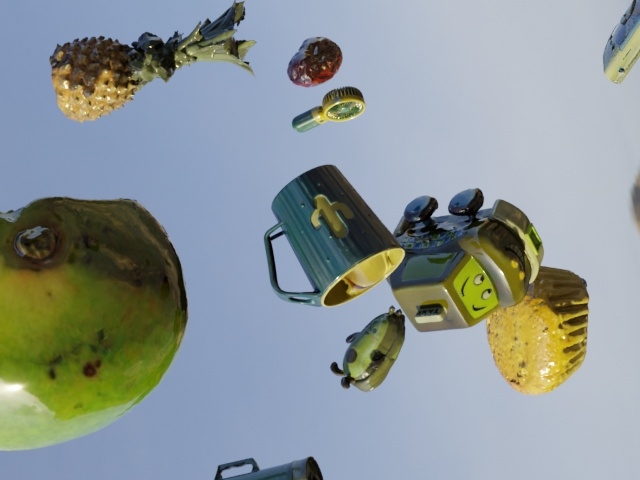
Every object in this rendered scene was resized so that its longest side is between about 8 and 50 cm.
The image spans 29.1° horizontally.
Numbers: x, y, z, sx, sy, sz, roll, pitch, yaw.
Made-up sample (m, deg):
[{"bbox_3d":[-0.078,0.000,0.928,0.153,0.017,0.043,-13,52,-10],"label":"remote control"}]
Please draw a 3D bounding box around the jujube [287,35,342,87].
[{"bbox_3d":[-0.010,-0.285,1.983,0.077,0.077,0.129,70,-155,-18],"label":"jujube"}]

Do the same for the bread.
[{"bbox_3d":[0.381,0.155,2.177,0.139,0.240,0.240,-5,-99,-23],"label":"bread"}]

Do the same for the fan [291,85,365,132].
[{"bbox_3d":[0.012,-0.249,2.361,0.082,0.155,0.039,25,-133,-57],"label":"fan"}]

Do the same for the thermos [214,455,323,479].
[{"bbox_3d":[-0.094,0.328,1.586,0.073,0.187,0.083,-24,-82,-76],"label":"thermos"}]

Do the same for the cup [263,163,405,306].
[{"bbox_3d":[0.000,0.000,1.645,0.155,0.176,0.131,58,171,19],"label":"cup"}]

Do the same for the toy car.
[{"bbox_3d":[0.208,0.056,1.923,0.204,0.247,0.198,57,-138,-28],"label":"toy car"}]

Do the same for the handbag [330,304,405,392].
[{"bbox_3d":[0.063,0.124,1.445,0.047,0.111,0.072,30,-170,-34],"label":"handbag"}]

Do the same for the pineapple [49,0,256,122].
[{"bbox_3d":[-0.223,-0.243,1.676,0.130,0.277,0.119,70,-175,-75],"label":"pineapple"}]

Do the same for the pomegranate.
[{"bbox_3d":[-0.283,0.118,1.267,0.216,0.309,0.359,60,152,31],"label":"pomegranate"}]

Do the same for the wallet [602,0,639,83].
[{"bbox_3d":[0.498,-0.338,1.949,0.039,0.155,0.110,21,-135,-8],"label":"wallet"}]
